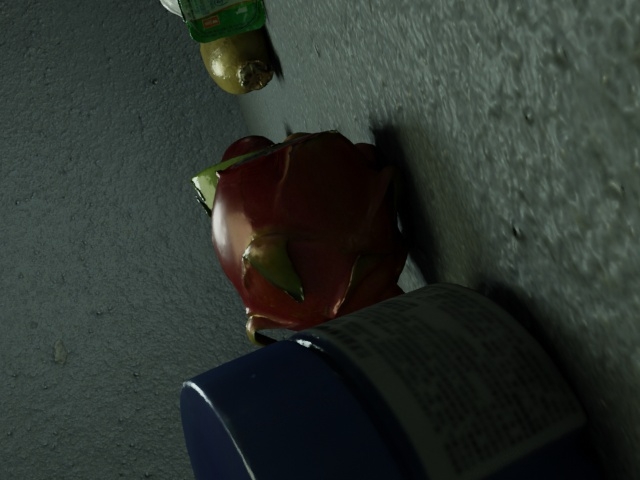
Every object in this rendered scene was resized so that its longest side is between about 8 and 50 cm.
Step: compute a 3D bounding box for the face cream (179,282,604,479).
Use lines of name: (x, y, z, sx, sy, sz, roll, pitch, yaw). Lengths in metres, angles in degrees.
face cream: (0.046, 0.175, 0.512, 0.249, 0.225, 0.249, 50, 150, 42)

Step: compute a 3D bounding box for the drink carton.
drink carton: (-0.187, -0.465, 1.302, 0.142, 0.146, 0.144, -103, -2, -53)

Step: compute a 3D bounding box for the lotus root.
lotus root: (-0.178, -0.390, 1.444, 0.303, 0.130, 0.146, -116, 7, -48)

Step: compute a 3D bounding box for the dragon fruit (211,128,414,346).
dragon fruit: (-0.004, -0.004, 0.744, 0.224, 0.224, 0.227, -124, 14, -69)

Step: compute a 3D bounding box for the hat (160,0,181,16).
hat: (-0.262, -0.586, 1.529, 0.203, 0.203, 0.126, 70, 159, 9)

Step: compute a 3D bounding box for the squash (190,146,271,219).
squash: (-0.035, 0.025, 1.102, 0.233, 0.210, 0.309, 2, -108, -72)

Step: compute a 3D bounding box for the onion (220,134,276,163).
onion: (-0.127, -0.116, 1.599, 0.246, 0.190, 0.246, 54, -179, -1)
